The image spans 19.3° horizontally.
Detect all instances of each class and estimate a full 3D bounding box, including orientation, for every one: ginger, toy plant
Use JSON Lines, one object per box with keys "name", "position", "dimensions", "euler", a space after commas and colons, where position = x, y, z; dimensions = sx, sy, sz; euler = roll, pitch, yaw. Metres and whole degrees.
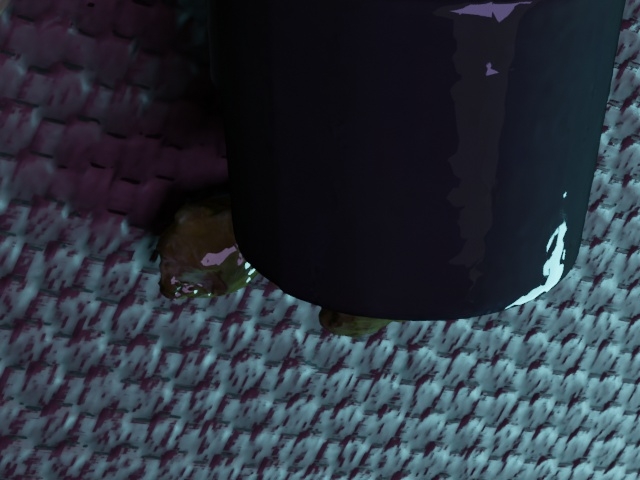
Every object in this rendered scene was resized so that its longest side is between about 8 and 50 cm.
{"name": "ginger", "position": [0.001, 0.007, 0.891], "dimensions": [0.165, 0.067, 0.096], "euler": [-12, 126, -16]}
{"name": "toy plant", "position": [0.028, -0.176, 0.711], "dimensions": [0.280, 0.185, 0.400], "euler": [-1, 115, -4]}

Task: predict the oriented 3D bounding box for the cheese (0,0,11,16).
{"name": "cheese", "position": [-0.186, -0.121, 0.638], "dimensions": [0.167, 0.094, 0.123], "euler": [19, 96, -48]}
